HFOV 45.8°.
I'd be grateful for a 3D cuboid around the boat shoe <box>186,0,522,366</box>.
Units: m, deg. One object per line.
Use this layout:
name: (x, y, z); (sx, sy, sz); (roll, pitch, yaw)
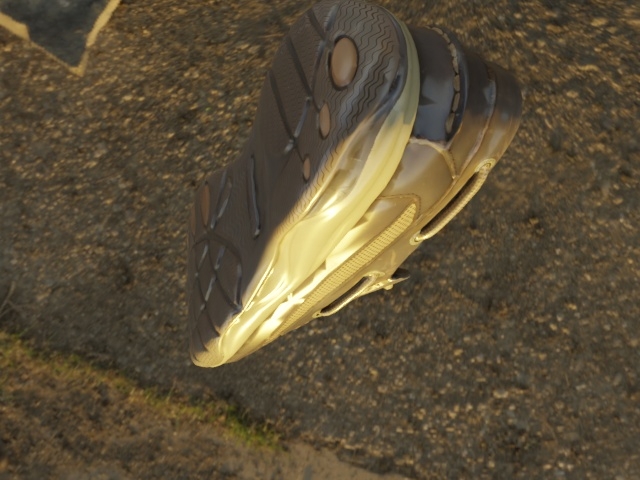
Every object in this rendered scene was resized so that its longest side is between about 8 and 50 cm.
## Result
boat shoe: (0.000, 0.000, 0.486); (0.130, 0.132, 0.355); (6, 156, -22)
